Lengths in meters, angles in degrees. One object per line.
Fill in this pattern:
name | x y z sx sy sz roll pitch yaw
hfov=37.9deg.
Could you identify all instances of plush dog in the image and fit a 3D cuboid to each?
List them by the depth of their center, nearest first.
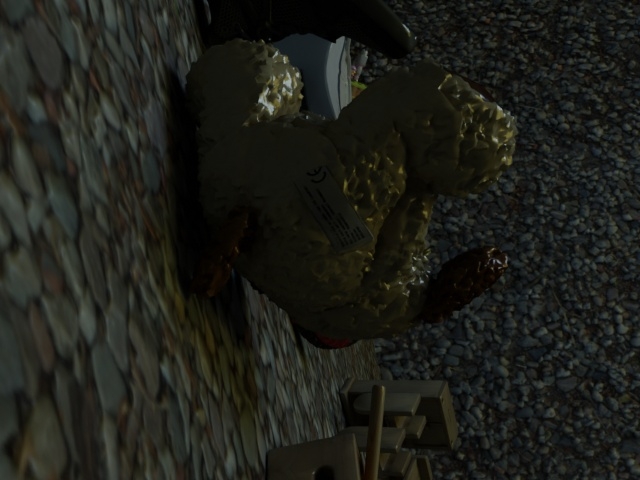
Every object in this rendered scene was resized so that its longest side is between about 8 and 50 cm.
plush dog | 0.008 -0.001 0.688 0.211 0.262 0.225 -64 147 -23

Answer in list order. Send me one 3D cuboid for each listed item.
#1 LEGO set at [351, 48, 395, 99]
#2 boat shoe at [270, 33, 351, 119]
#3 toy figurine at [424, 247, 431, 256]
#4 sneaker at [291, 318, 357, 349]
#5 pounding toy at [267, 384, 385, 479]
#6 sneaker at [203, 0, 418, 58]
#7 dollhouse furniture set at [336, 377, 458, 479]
LEGO set | 0.050 -0.263 1.394 0.132 0.286 0.107 -7 119 -68
boat shoe | -0.010 -0.195 1.282 0.156 0.135 0.367 68 13 -61
toy figurine | 0.055 0.068 1.679 0.362 0.191 0.217 -116 -138 -79
sneaker | 0.000 0.000 1.068 0.125 0.104 0.262 -98 174 -63
pounding toy | 0.018 0.210 0.715 0.141 0.100 0.130 -94 171 -62
sneaker | -0.024 -0.211 0.888 0.130 0.227 0.087 -58 173 7
dollhouse furniture set | 0.085 0.310 1.337 0.242 0.160 0.212 -52 133 -55
